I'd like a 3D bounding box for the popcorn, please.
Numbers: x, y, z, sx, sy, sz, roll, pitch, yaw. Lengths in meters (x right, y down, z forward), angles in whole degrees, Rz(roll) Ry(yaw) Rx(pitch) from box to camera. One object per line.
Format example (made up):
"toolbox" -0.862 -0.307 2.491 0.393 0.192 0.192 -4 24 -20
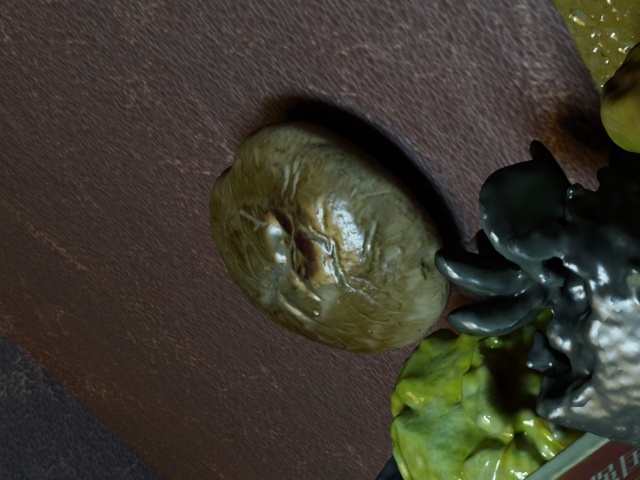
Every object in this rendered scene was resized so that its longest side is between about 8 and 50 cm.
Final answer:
"popcorn" 0.190 0.194 1.449 0.258 0.224 0.270 63 161 -16

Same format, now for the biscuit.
"biscuit" 0.205 -0.173 1.024 0.131 0.025 0.231 10 143 46

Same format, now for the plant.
"plant" 0.227 0.045 1.137 0.276 0.199 0.188 30 128 8

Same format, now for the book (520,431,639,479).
"book" 0.292 0.247 1.350 0.028 0.262 0.374 48 166 39

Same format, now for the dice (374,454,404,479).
"dice" 0.171 0.326 1.751 0.182 0.183 0.181 10 140 48

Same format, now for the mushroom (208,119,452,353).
"mushroom" 0.000 0.000 1.481 0.278 0.146 0.278 30 147 22

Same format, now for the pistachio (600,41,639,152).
"pistachio" 0.254 -0.104 0.950 0.110 0.100 0.189 11 139 -27
